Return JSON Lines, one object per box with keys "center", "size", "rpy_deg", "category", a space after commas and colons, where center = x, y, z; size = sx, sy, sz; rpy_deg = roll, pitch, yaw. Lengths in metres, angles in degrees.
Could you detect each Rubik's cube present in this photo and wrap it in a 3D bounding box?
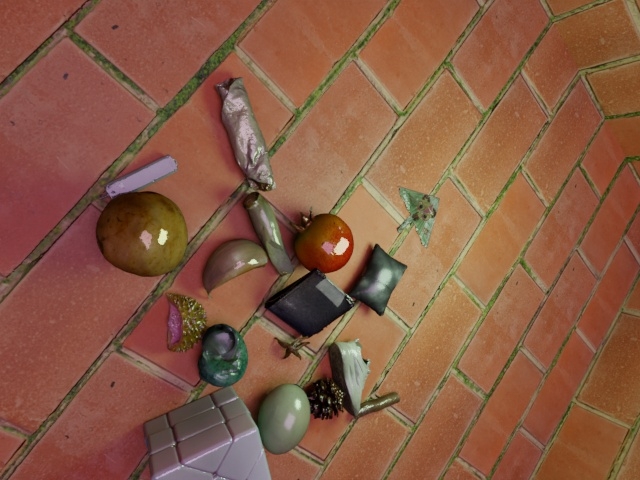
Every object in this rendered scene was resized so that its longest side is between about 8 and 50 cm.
{"center": [-0.357, 0.723, 1.317], "size": [0.319, 0.316, 0.321], "rpy_deg": [-17, 105, -25], "category": "Rubik's cube"}

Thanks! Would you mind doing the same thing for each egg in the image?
{"center": [-0.133, 0.648, 1.490], "size": [0.187, 0.187, 0.253], "rpy_deg": [23, 82, -27], "category": "egg"}

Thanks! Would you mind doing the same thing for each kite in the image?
{"center": [0.433, -0.114, 1.785], "size": [0.268, 0.013, 0.322], "rpy_deg": [-34, 109, -20], "category": "kite"}

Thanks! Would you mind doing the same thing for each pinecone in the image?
{"center": [0.013, 0.617, 1.587], "size": [0.174, 0.174, 0.173], "rpy_deg": [-3, 97, -26], "category": "pinecone"}

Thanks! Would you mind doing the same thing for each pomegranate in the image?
{"center": [-0.508, -0.016, 1.188], "size": [0.261, 0.260, 0.260], "rpy_deg": [-3, 97, -26], "category": "pomegranate"}
{"center": [0.000, 0.000, 1.475], "size": [0.257, 0.221, 0.220], "rpy_deg": [42, 77, -16], "category": "pomegranate"}

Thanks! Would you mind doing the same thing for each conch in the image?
{"center": [-0.339, 0.401, 1.394], "size": [0.196, 0.134, 0.202], "rpy_deg": [44, 78, 9], "category": "conch"}

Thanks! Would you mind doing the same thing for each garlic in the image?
{"center": [-0.295, 0.088, 1.390], "size": [0.245, 0.145, 0.164], "rpy_deg": [-32, 140, -18], "category": "garlic"}

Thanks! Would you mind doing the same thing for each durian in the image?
{"center": [-0.447, 0.274, 1.348], "size": [0.132, 0.165, 0.182], "rpy_deg": [1, 69, 12], "category": "durian"}

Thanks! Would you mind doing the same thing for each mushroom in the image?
{"center": [-0.176, -0.016, 1.436], "size": [0.087, 0.107, 0.333], "rpy_deg": [-23, 107, -1], "category": "mushroom"}

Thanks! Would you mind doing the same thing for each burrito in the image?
{"center": [-0.252, -0.348, 1.380], "size": [0.117, 0.076, 0.391], "rpy_deg": [-20, 103, -16], "category": "burrito"}

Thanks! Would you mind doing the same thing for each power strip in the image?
{"center": [-0.562, -0.189, 1.267], "size": [0.253, 0.027, 0.060], "rpy_deg": [-33, 110, -20], "category": "power strip"}

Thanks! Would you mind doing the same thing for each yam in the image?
{"center": [0.238, 0.708, 1.763], "size": [0.241, 0.057, 0.056], "rpy_deg": [-9, 100, -27], "category": "yam"}

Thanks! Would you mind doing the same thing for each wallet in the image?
{"center": [-0.039, 0.231, 1.496], "size": [0.262, 0.071, 0.221], "rpy_deg": [-36, 113, 23], "category": "wallet"}

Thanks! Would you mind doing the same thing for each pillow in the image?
{"center": [0.239, 0.161, 1.667], "size": [0.186, 0.106, 0.249], "rpy_deg": [33, 79, -19], "category": "pillow"}

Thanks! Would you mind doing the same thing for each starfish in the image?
{"center": [-0.117, 0.400, 1.530], "size": [0.130, 0.041, 0.133], "rpy_deg": [26, 104, -5], "category": "starfish"}

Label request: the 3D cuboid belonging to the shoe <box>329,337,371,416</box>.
{"center": [0.140, 0.537, 1.657], "size": [0.159, 0.124, 0.316], "rpy_deg": [-19, 104, -31], "category": "shoe"}
